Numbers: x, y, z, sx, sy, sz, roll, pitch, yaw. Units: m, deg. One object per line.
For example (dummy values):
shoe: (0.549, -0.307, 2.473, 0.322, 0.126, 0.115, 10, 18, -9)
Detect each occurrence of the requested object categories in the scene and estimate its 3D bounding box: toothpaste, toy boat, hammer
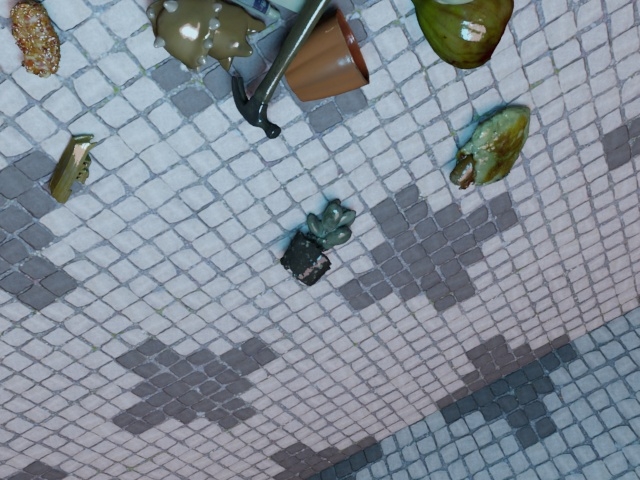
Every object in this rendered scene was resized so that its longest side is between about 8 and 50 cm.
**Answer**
toothpaste: (-0.181, -0.546, 1.363, 0.216, 0.062, 0.037, 18, 141, -35)
toy boat: (-0.616, -0.178, 1.540, 0.072, 0.064, 0.206, 11, 127, -45)
hammer: (-0.053, -0.444, 1.369, 0.440, 0.168, 0.044, -52, 167, 26)

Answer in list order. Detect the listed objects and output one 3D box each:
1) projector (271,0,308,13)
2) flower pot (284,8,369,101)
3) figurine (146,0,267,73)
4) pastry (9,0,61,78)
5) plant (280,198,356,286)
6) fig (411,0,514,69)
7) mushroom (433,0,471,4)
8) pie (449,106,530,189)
projector: (-0.089, -0.646, 1.284, 0.257, 0.079, 0.259, 15, 124, -29)
flower pot: (0.004, -0.425, 1.456, 0.173, 0.190, 0.190, -21, 135, 16)
figurine: (-0.251, -0.453, 1.339, 0.247, 0.173, 0.177, 31, 115, -37)
pastry: (-0.605, -0.435, 1.314, 0.087, 0.063, 0.169, 1, 136, -8)
plant: (0.000, 0.001, 1.863, 0.274, 0.149, 0.146, -54, 170, 8)
fig: (0.283, -0.546, 1.447, 0.321, 0.217, 0.217, 20, 124, -8)
mushroom: (0.319, -0.659, 1.235, 0.336, 0.314, 0.314, -16, 136, 20)
pie: (0.523, -0.275, 1.831, 0.257, 0.105, 0.274, -9, 137, -32)
